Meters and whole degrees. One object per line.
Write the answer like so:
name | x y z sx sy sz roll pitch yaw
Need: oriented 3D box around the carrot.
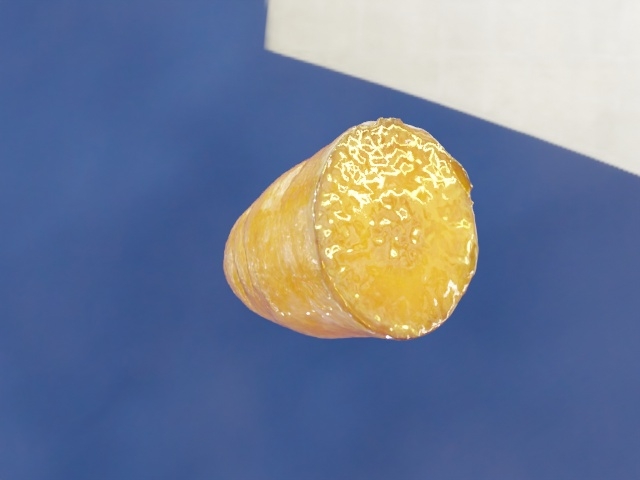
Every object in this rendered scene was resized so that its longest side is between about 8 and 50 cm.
carrot | 0.000 0.000 1.111 0.225 0.159 0.159 -9 -90 56
